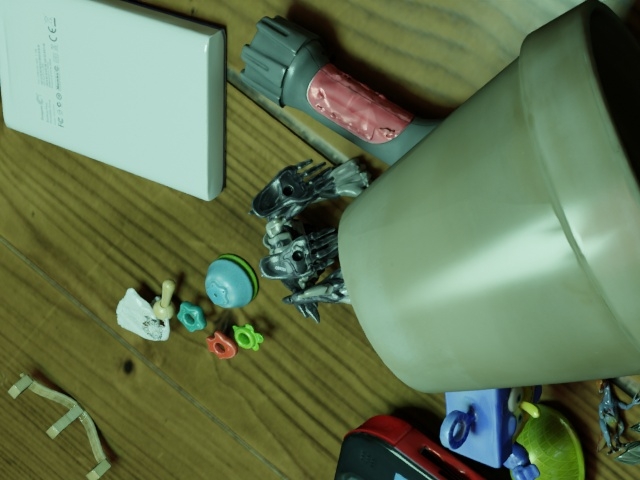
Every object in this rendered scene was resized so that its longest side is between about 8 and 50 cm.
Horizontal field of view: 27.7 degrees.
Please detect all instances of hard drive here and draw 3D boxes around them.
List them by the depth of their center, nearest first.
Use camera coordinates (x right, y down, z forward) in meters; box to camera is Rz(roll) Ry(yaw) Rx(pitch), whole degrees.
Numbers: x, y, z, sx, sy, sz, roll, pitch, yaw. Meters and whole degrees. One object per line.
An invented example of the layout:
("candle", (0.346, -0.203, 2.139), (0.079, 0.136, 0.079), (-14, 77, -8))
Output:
("hard drive", (-0.254, -0.190, 1.548), (0.318, 0.040, 0.210), (20, 126, 25))

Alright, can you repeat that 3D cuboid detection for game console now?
("game console", (0.169, 0.404, 1.544), (0.386, 0.060, 0.342), (35, 139, 21))

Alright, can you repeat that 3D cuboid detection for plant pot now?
("plant pot", (0.182, -0.001, 1.123), (0.280, 0.323, 0.323), (-26, 100, 26))

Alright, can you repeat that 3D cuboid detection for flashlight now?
("flashlight", (0.057, -0.132, 1.326), (0.304, 0.103, 0.103), (34, 104, 15))

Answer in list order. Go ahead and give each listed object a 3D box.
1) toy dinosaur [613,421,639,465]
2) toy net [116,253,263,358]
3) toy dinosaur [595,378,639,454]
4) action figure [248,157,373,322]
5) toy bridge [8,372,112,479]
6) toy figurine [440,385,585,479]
("toy dinosaur", (0.409, 0.247, 1.265), (0.218, 0.322, 0.164), (50, 176, 10))
("toy net", (-0.165, 0.094, 1.655), (0.232, 0.045, 0.122), (-13, 110, 41))
("toy dinosaur", (0.302, 0.185, 1.381), (0.090, 0.047, 0.082), (-27, 81, 52))
("action figure", (0.000, 0.000, 1.401), (0.141, 0.276, 0.164), (-13, 83, 2))
("toy bridge", (-0.370, 0.262, 1.882), (0.188, 0.063, 0.026), (47, 132, 1))
("toy figurine", (0.162, 0.166, 1.346), (0.191, 0.217, 0.363), (13, 122, 29))
